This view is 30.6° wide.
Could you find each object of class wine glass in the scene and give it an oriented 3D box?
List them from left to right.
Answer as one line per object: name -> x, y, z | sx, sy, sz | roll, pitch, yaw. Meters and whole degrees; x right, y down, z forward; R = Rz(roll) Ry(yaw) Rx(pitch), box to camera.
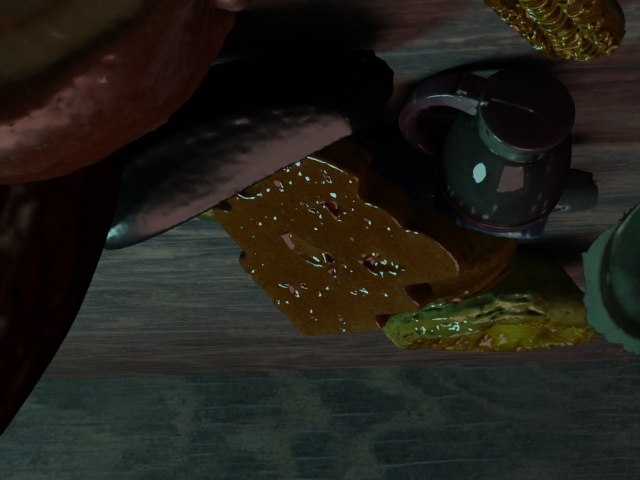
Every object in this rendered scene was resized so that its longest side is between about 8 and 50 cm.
wine glass -> 0.509, 0.068, 1.421 | 0.323, 0.238, 0.238 | 21, 157, -34

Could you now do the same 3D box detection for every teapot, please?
teapot -> 0.152, -0.094, 0.997 | 0.116, 0.148, 0.146 | -35, 162, -18

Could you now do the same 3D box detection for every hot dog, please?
hot dog -> 0.154, -0.159, 0.782 | 0.071, 0.045, 0.165 | -10, 163, 28

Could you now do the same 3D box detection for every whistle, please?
whistle -> 0.135, -0.051, 1.134 | 0.269, 0.093, 0.180 | 4, -163, -5

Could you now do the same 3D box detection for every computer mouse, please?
computer mouse -> -0.076, -0.087, 0.880 | 0.270, 0.086, 0.137 | -26, -160, 13

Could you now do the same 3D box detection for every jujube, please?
jujube -> -0.243, -0.017, 0.761 | 0.223, 0.318, 0.223 | 12, 164, 3

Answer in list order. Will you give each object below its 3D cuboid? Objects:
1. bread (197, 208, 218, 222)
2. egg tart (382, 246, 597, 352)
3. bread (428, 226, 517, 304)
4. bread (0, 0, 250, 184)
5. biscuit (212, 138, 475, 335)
bread -> -0.109, -0.045, 1.231 | 0.188, 0.065, 0.149 | 3, 172, -27
egg tart -> 0.246, 0.088, 1.681 | 0.341, 0.132, 0.341 | -1, 169, 0
bread -> 0.118, -0.007, 1.274 | 0.229, 0.139, 0.143 | -1, 159, -4
bread -> -0.156, -0.129, 0.600 | 0.244, 0.190, 0.123 | -9, 177, 7
biscuit -> 0.000, 0.000, 1.120 | 0.284, 0.043, 0.306 | 26, 148, 10
